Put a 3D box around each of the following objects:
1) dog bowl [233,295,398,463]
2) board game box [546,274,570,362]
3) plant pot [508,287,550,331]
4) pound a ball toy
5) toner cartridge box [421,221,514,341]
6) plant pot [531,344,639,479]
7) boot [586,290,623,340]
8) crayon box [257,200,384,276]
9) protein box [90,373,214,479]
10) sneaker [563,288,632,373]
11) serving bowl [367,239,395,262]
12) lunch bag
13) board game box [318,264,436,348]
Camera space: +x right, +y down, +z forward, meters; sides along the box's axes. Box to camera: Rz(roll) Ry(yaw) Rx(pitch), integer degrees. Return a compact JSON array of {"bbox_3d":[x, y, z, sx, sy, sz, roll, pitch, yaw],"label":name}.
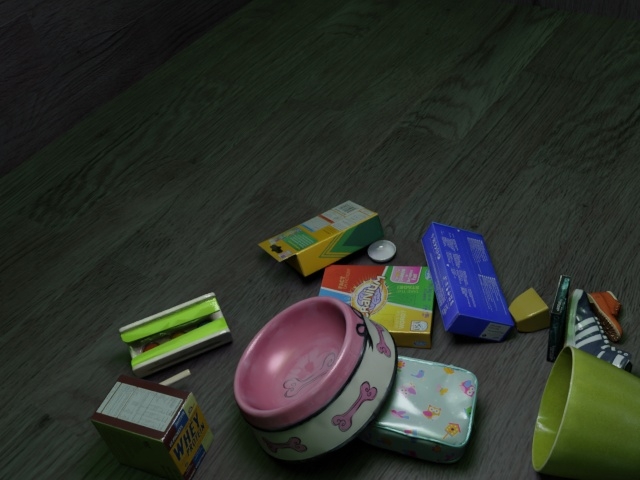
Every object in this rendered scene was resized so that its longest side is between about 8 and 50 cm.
[{"bbox_3d":[-0.030,0.303,1.681,0.408,0.150,0.408,-28,32,20],"label":"dog bowl"},{"bbox_3d":[0.578,0.192,1.744,0.026,0.186,0.126,11,48,23],"label":"board game box"},{"bbox_3d":[0.531,0.187,1.843,0.083,0.081,0.081,-26,43,-2],"label":"plant pot"},{"bbox_3d":[-0.392,0.303,1.923,0.319,0.135,0.208,-22,68,-11],"label":"pound a ball toy"},{"bbox_3d":[0.386,0.104,1.918,0.165,0.075,0.347,14,39,-17],"label":"toner cartridge box"},{"bbox_3d":[0.626,0.393,1.493,0.294,0.274,0.274,17,48,10],"label":"plant pot"},{"bbox_3d":[0.734,0.185,1.813,0.085,0.059,0.158,-11,41,-6],"label":"boot"},{"bbox_3d":[0.000,0.000,2.120,0.323,0.083,0.203,-26,22,-15],"label":"crayon box"},{"bbox_3d":[-0.391,0.444,1.692,0.201,0.199,0.136,9,47,22],"label":"protein box"},{"bbox_3d":[0.670,0.244,1.730,0.153,0.099,0.282,2,51,23],"label":"sneaker"},{"bbox_3d":[0.182,0.037,2.123,0.083,0.027,0.083,-7,42,7],"label":"serving bowl"},{"bbox_3d":[0.226,0.380,1.662,0.279,0.107,0.224,11,48,13],"label":"lunch bag"},{"bbox_3d":[0.151,0.175,1.955,0.317,0.064,0.242,0,44,14],"label":"board game box"}]
